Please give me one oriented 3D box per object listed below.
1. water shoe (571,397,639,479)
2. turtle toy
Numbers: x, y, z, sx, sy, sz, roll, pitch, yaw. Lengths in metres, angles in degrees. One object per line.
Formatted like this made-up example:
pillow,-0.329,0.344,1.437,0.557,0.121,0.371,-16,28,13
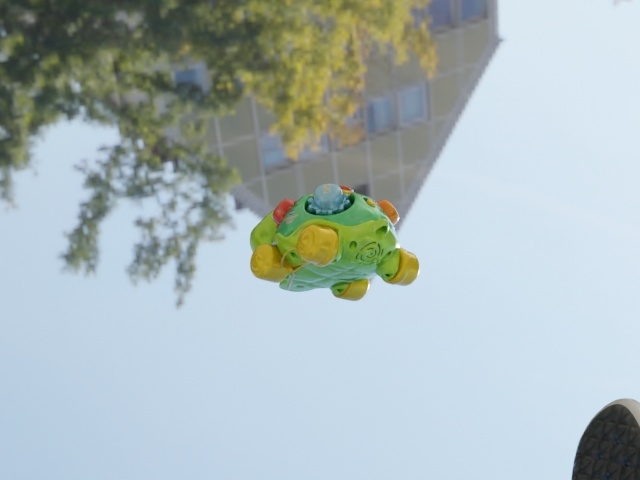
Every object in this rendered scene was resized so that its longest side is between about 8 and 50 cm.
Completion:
water shoe,0.197,0.181,0.662,0.080,0.073,0.203,13,-132,-34
turtle toy,0.000,0.000,0.834,0.095,0.066,0.130,16,157,-38
